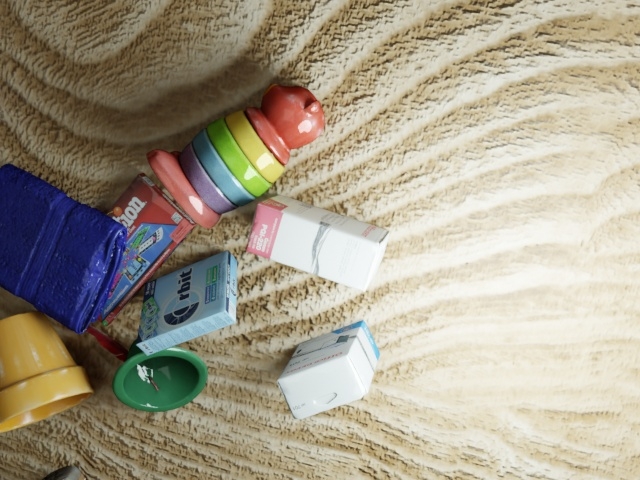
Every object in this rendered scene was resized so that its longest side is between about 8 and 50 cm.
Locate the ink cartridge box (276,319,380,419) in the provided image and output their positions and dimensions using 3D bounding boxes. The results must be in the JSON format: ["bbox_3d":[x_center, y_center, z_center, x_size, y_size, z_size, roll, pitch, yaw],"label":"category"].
[{"bbox_3d":[0.019,0.224,1.360,0.140,0.191,0.082,-22,96,14],"label":"ink cartridge box"}]

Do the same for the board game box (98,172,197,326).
[{"bbox_3d":[-0.379,0.020,1.487,0.145,0.027,0.281,44,106,2],"label":"board game box"}]

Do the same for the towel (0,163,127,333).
[{"bbox_3d":[-0.523,0.011,1.476,0.308,0.076,0.227,27,98,15],"label":"towel"}]

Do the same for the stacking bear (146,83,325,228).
[{"bbox_3d":[-0.124,-0.164,1.340,0.289,0.175,0.164,-34,90,8],"label":"stacking bear"}]

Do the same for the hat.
[{"bbox_3d":[-0.337,0.210,1.519,0.173,0.183,0.208,-44,129,14],"label":"hat"}]

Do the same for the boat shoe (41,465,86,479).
[{"bbox_3d":[-0.582,0.585,1.597,0.116,0.123,0.324,45,112,-7],"label":"boat shoe"}]

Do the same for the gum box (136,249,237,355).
[{"bbox_3d":[-0.242,0.113,1.414,0.184,0.157,0.041,-21,130,14],"label":"gum box"}]

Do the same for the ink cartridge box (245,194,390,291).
[{"bbox_3d":[0.000,0.000,1.338,0.218,0.158,0.092,17,102,8],"label":"ink cartridge box"}]

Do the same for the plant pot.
[{"bbox_3d":[-0.570,0.247,1.494,0.205,0.205,0.187,-27,78,15],"label":"plant pot"}]
